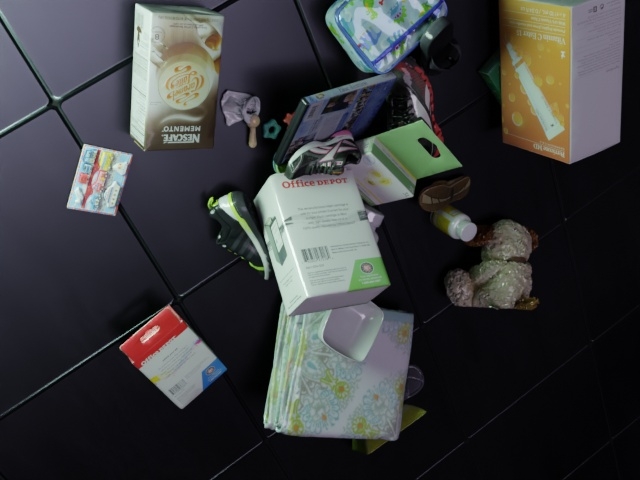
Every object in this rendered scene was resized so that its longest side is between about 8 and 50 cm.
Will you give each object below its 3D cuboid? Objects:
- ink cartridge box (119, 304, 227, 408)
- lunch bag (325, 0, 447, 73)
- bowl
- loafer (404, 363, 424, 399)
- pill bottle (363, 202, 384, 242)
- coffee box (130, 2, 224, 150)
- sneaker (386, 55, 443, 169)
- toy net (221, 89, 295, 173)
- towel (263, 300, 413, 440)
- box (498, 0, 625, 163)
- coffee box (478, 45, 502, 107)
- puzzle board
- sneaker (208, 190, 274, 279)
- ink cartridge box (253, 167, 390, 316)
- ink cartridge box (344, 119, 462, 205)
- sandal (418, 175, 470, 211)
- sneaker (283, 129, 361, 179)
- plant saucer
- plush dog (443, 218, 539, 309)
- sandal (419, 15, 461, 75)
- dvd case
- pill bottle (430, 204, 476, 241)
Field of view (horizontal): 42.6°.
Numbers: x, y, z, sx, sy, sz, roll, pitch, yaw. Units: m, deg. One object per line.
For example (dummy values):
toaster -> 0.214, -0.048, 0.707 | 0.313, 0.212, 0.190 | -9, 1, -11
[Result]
ink cartridge box -> -0.321, 0.236, 1.744 | 0.134, 0.078, 0.231 | -41, 128, -9
lunch bag -> 0.137, -0.452, 1.650 | 0.219, 0.090, 0.176 | -42, 111, -7
bowl -> 0.061, 0.191, 1.863 | 0.142, 0.053, 0.142 | 35, 74, -29
loafer -> 0.118, 0.394, 2.089 | 0.302, 0.095, 0.109 | -16, 87, -21
pill bottle -> 0.068, 0.006, 1.851 | 0.107, 0.108, 0.180 | 18, 103, -37
coffee box -> -0.263, -0.296, 1.498 | 0.141, 0.098, 0.247 | -6, 116, -29
sneaker -> 0.189, -0.265, 1.771 | 0.135, 0.097, 0.276 | -58, 139, -39
toy net -> -0.102, -0.232, 1.665 | 0.122, 0.045, 0.232 | -49, 128, -1
towel -> 0.052, 0.303, 1.946 | 0.374, 0.090, 0.321 | 11, 87, -32
box -> 0.532, -0.377, 1.826 | 0.168, 0.215, 0.346 | -23, 120, -25
coffee box -> 0.457, -0.376, 1.940 | 0.113, 0.040, 0.184 | -50, 129, -3
puzzle board -> -0.416, -0.112, 1.553 | 0.096, 0.011, 0.128 | 10, 108, -35
sneaker -> -0.170, -0.007, 1.733 | 0.097, 0.084, 0.235 | -19, 124, 6
ink cartridge box -> 0.000, 0.000, 1.701 | 0.198, 0.273, 0.115 | -7, 158, -28
ink cartridge box -> 0.158, -0.160, 1.758 | 0.171, 0.235, 0.056 | 40, 53, -38
sandal -> 0.290, -0.118, 1.968 | 0.180, 0.049, 0.072 | -22, 130, -38
sneaker -> 0.012, -0.162, 1.666 | 0.178, 0.077, 0.072 | -29, 160, -24
plant saucer -> 0.166, 0.477, 2.133 | 0.188, 0.188, 0.045 | -32, 87, -14
plush dog -> 0.467, 0.058, 2.092 | 0.262, 0.210, 0.226 | 3, 88, -32
sandal -> 0.254, -0.390, 1.719 | 0.097, 0.054, 0.254 | -46, 169, 9
dvd case -> 0.030, -0.246, 1.660 | 0.253, 0.022, 0.180 | -24, 158, -37
pill bottle -> 0.321, -0.042, 1.976 | 0.065, 0.116, 0.065 | -14, 120, -25
